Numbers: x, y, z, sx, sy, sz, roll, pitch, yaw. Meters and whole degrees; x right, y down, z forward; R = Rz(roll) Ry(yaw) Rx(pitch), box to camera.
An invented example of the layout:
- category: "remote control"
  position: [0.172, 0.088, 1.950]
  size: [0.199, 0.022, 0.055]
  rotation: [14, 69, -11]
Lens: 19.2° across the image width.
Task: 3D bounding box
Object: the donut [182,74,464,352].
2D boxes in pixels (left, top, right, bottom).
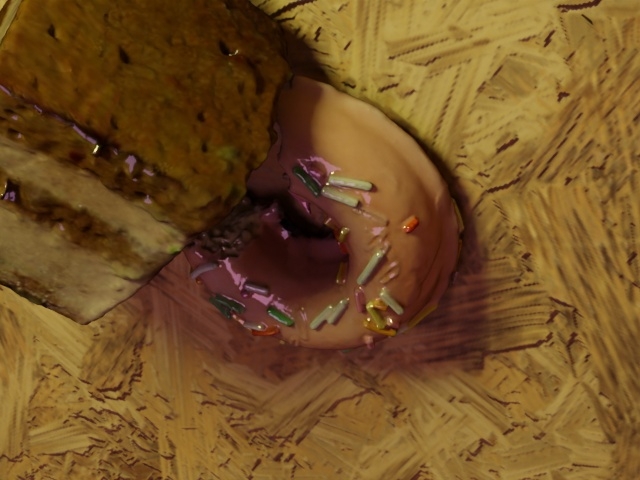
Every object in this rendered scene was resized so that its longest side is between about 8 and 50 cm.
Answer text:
- category: "donut"
  position: [0.000, 0.000, 1.410]
  size: [0.199, 0.085, 0.233]
  rotation: [40, 135, -3]

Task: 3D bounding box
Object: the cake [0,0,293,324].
- category: "cake"
  position: [-0.178, -0.063, 1.359]
  size: [0.199, 0.196, 0.293]
  rotation: [28, 139, -18]
